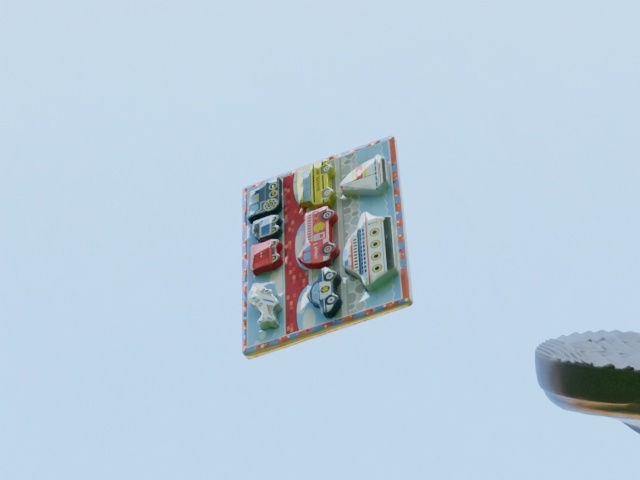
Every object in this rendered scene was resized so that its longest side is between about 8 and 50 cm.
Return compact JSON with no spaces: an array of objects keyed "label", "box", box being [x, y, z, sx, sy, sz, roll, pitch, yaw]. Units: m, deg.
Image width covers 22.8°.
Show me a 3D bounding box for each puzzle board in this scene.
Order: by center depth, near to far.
[{"label":"puzzle board","box":[0.000,0.000,0.865,0.096,0.128,0.011,-20,-46,17]}]

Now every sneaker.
[{"label":"sneaker","box":[0.289,0.139,1.052,0.319,0.112,0.131,9,-78,-6]}]
